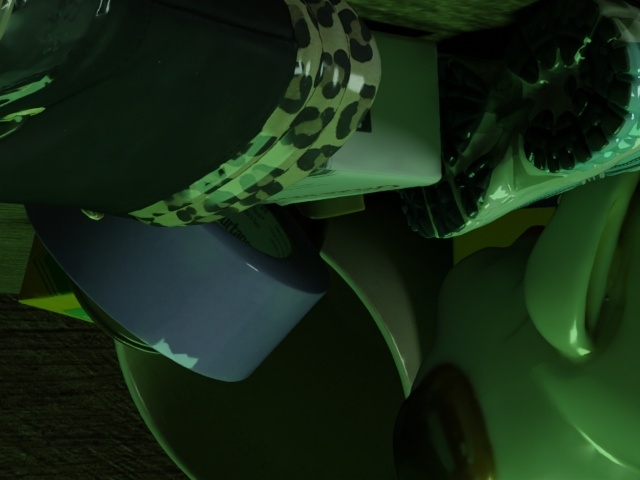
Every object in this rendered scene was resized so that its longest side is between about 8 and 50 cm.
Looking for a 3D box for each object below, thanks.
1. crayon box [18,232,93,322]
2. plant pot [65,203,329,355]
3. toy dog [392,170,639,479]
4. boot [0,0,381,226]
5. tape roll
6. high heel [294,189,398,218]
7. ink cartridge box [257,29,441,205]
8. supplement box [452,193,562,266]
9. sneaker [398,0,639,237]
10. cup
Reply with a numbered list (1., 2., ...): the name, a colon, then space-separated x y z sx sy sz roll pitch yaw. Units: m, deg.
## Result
1. crayon box: -0.105 0.061 1.957 0.363 0.106 0.313 18 168 -26
2. plant pot: -0.086 -0.009 1.328 0.167 0.167 0.165 1 167 -29
3. toy dog: 0.244 0.078 1.147 0.408 0.395 0.284 -16 176 38
4. boot: -0.188 -0.066 0.741 0.377 0.138 0.284 -11 170 35
5. tape roll: -0.090 -0.004 1.130 0.080 0.189 0.189 -49 159 14
6. high heel: 0.070 -0.070 1.247 0.244 0.082 0.117 -15 -147 -17
7. ink cartridge box: -0.053 -0.070 0.965 0.148 0.086 0.203 -5 175 43
8. supplement box: 0.226 0.106 1.530 0.195 0.356 0.194 -3 176 14
9. sneaker: 0.136 -0.063 1.006 0.122 0.110 0.283 -3 176 -25
10. cup: 0.007 0.073 1.653 0.331 0.331 0.237 -5 -160 39
